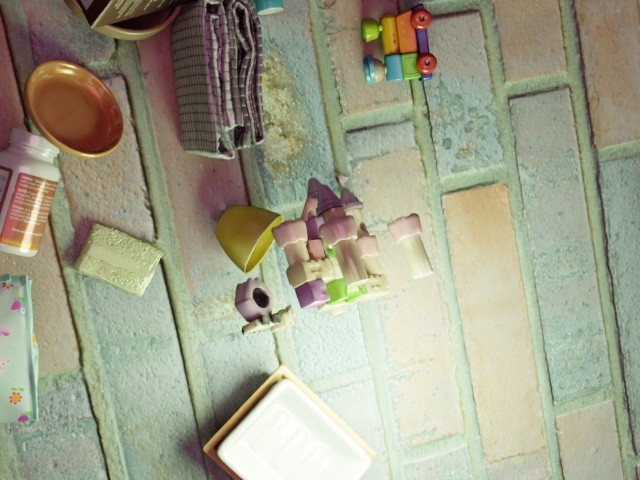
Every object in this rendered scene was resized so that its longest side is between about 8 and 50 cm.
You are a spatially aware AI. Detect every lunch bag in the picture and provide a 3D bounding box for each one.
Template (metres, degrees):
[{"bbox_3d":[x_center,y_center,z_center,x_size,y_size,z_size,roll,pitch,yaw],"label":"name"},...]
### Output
[{"bbox_3d":[-0.623,0.192,1.738,0.223,0.160,0.262,-5,103,-16],"label":"lunch bag"}]

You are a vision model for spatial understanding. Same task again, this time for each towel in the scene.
[{"bbox_3d":[-0.181,-0.296,1.784,0.121,0.235,0.284,-9,99,-22],"label":"towel"},{"bbox_3d":[-0.387,0.035,1.861,0.148,0.027,0.110,25,87,-18],"label":"towel"}]

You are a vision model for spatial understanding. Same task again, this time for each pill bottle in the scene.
[{"bbox_3d":[-0.543,-0.088,1.750,0.121,0.121,0.216,17,90,-18],"label":"pill bottle"}]

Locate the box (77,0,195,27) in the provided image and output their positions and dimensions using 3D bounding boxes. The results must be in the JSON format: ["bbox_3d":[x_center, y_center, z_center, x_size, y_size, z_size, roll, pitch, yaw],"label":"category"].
[{"bbox_3d":[-0.262,-0.521,1.695,0.381,0.143,0.191,-28,89,-39],"label":"box"}]

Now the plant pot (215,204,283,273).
[{"bbox_3d":[-0.148,-0.016,1.887,0.095,0.134,0.134,32,85,8],"label":"plant pot"}]

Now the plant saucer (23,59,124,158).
[{"bbox_3d":[-0.450,-0.233,1.758,0.200,0.037,0.200,27,47,-34],"label":"plant saucer"}]

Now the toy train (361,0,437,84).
[{"bbox_3d":[0.145,-0.438,1.945,0.143,0.105,0.248,-9,98,-3],"label":"toy train"}]

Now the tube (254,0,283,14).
[{"bbox_3d":[-0.115,-0.545,1.877,0.080,0.052,0.207,-12,94,-22],"label":"tube"}]

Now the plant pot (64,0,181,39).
[{"bbox_3d":[-0.375,-0.458,1.749,0.237,0.109,0.237,11,68,-29],"label":"plant pot"}]

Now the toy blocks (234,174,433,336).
[{"bbox_3d":[0.000,0.000,1.865,0.288,0.309,0.260,-4,70,-53],"label":"toy blocks"}]

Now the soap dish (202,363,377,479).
[{"bbox_3d":[-0.063,0.419,1.953,0.229,0.118,0.291,-46,106,-8],"label":"soap dish"}]
